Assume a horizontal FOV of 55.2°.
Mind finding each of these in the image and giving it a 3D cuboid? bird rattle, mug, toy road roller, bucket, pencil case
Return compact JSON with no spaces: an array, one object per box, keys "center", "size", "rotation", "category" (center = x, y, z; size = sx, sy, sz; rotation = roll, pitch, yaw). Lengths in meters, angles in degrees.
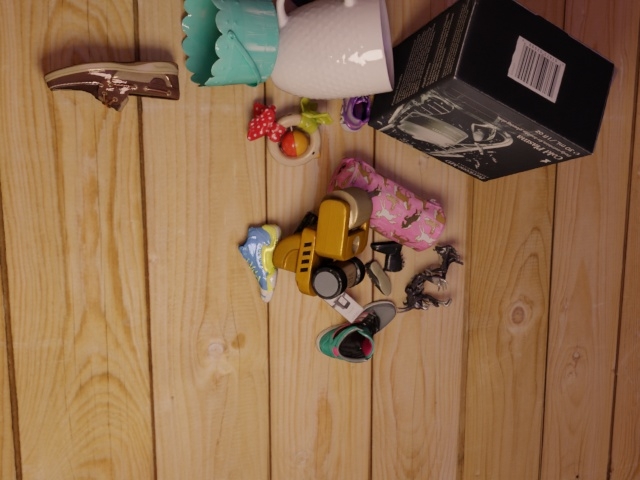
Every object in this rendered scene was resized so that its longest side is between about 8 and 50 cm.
[{"center":[-0.088,-0.312,1.804],"size":[0.254,0.143,0.206],"rotation":[-19,120,-15],"category":"bird rattle"},{"center":[0.013,-0.561,1.671],"size":[0.328,0.276,0.374],"rotation":[-5,142,13],"category":"mug"},{"center":[0.000,0.000,1.756],"size":[0.241,0.202,0.329],"rotation":[14,104,22],"category":"toy road roller"},{"center":[-0.243,-0.541,1.633],"size":[0.183,0.281,0.281],"rotation":[-6,100,-29],"category":"bucket"},{"center":[0.205,-0.113,1.923],"size":[0.386,0.160,0.167],"rotation":[26,52,-22],"category":"pencil case"}]

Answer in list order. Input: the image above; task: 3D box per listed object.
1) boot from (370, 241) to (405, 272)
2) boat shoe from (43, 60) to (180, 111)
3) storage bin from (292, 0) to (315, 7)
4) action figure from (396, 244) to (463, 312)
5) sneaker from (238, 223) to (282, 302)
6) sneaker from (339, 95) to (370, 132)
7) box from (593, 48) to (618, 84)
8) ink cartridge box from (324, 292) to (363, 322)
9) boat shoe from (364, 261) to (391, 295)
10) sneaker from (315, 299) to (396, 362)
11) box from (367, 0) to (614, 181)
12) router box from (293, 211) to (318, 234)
[{"center":[0.220,0.055,2.014],"size":[0.121,0.045,0.099],"rotation":[-3,104,-19],"category":"boot"},{"center":[-0.541,-0.403,1.619],"size":[0.342,0.123,0.123],"rotation":[-10,100,-26],"category":"boat shoe"},{"center":[-0.010,-0.716,1.790],"size":[0.135,0.091,0.098],"rotation":[40,83,-22],"category":"storage bin"},{"center":[0.371,0.148,2.023],"size":[0.275,0.141,0.164],"rotation":[-52,152,-13],"category":"action figure"},{"center":[-0.189,0.065,1.848],"size":[0.126,0.091,0.240],"rotation":[7,96,-3],"category":"sneaker"},{"center":[0.107,-0.450,1.866],"size":[0.095,0.104,0.236],"rotation":[-11,100,-18],"category":"sneaker"},{"center":[0.789,-0.513,2.005],"size":[0.121,0.311,0.148],"rotation":[28,86,-22],"category":"box"},{"center":[0.048,0.179,1.928],"size":[0.150,0.109,0.063],"rotation":[42,85,-20],"category":"ink cartridge box"},{"center":[0.190,0.126,2.014],"size":[0.049,0.042,0.133],"rotation":[-46,113,-36],"category":"boat shoe"},{"center":[0.143,0.291,1.943],"size":[0.296,0.178,0.123],"rotation":[-28,107,-16],"category":"sneaker"},{"center":[0.475,-0.421,1.782],"size":[0.480,0.472,0.297],"rotation":[22,79,-19],"category":"box"},{"center":[-0.030,-0.016,1.909],"size":[0.092,0.038,0.122],"rotation":[35,85,-21],"category":"router box"}]
